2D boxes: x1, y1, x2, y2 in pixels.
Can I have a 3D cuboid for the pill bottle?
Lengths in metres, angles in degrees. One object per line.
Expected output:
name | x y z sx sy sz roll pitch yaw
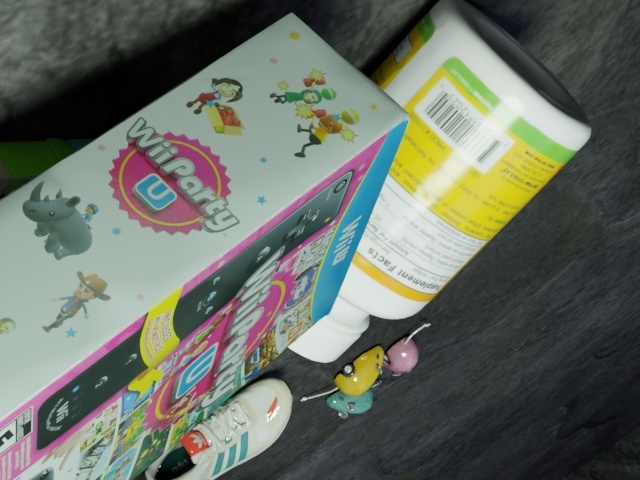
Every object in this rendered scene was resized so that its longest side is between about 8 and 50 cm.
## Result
pill bottle | 0.054 -0.034 0.977 0.245 0.136 0.136 -47 158 19

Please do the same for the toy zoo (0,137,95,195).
toy zoo | -0.145 0.010 0.896 0.192 0.030 0.293 -50 157 28

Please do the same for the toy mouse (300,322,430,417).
toy mouse | 0.061 0.152 1.554 0.161 0.031 0.143 -37 160 -4

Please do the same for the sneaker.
sneaker | -0.095 0.184 1.319 0.161 0.057 0.075 -36 166 1

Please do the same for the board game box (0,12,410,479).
board game box | -0.106 0.041 0.780 0.303 0.097 0.224 -39 163 -30
